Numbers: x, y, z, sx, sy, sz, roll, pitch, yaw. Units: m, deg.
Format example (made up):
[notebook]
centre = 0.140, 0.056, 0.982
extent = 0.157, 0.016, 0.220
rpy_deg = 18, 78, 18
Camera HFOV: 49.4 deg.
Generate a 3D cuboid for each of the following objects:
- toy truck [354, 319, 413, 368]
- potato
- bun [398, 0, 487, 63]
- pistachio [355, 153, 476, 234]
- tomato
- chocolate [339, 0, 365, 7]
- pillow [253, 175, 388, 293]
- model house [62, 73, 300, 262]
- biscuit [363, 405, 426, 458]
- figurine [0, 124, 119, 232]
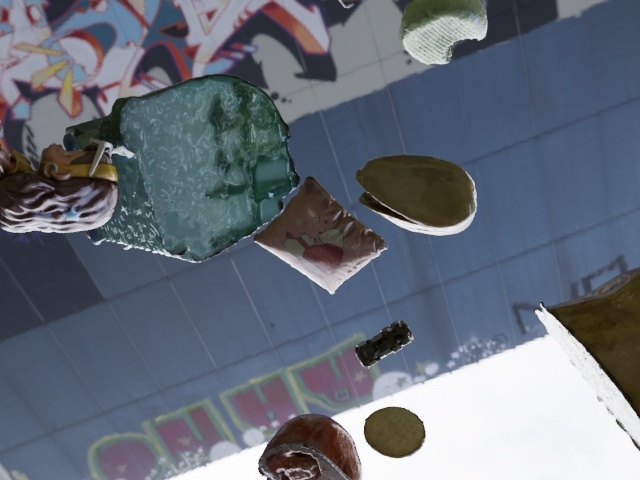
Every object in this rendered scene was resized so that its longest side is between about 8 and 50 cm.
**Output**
[toy truck]
centre = 0.126, 0.203, 1.369
extent = 0.123, 0.052, 0.063
rpy_deg = -30, 169, -9
[potato]
centre = 0.463, 0.133, 0.895
extent = 0.237, 0.301, 0.289
rpy_deg = -36, -112, 6
[bun]
centre = 0.289, -0.518, 1.650
extent = 0.212, 0.204, 0.127
rpy_deg = -9, -113, 24
[pistachio]
centre = 0.152, -0.071, 1.110
extent = 0.206, 0.130, 0.131
rpy_deg = 12, -144, 26
[tomato]
centre = -0.009, 0.446, 1.439
extent = 0.180, 0.214, 0.155
rpy_deg = -25, -160, 29
[chocolate]
centre = 0.147, -0.643, 1.317
extent = 0.314, 0.326, 0.297
rpy_deg = -32, -152, -25
[pillow]
centre = 0.000, 0.000, 1.495
extent = 0.223, 0.236, 0.084
rpy_deg = -41, -165, 37
[model house]
centre = -0.260, -0.117, 1.101
extent = 0.329, 0.252, 0.295
rpy_deg = 1, -155, 42
[biscuit]
centre = 0.175, 0.450, 1.642
extent = 0.152, 0.020, 0.152
rpy_deg = -1, -142, 1
[figurine]
centre = -0.346, -0.069, 0.772
extent = 0.240, 0.116, 0.174
rpy_deg = 10, 167, -18
